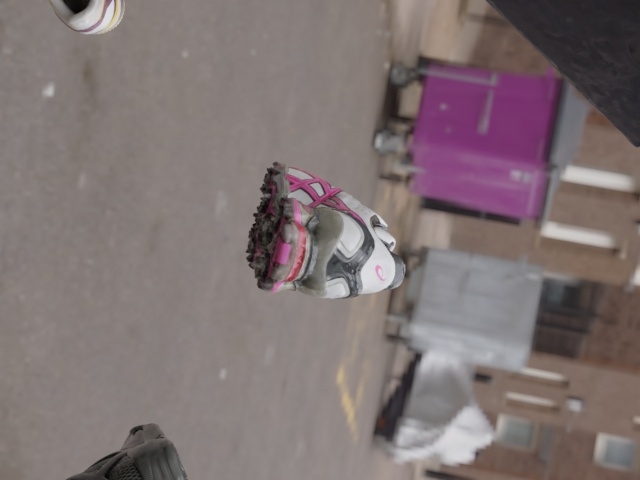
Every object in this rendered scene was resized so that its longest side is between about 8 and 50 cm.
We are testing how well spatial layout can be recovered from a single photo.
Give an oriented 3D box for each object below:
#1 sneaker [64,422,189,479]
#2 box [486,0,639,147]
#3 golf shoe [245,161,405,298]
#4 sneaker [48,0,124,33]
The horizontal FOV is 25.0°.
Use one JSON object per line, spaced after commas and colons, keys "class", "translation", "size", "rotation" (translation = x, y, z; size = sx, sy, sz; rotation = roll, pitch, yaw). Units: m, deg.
{"class": "sneaker", "translation": [-0.156, 0.193, 1.031], "size": [0.227, 0.130, 0.087], "rotation": [153, -85, -81]}
{"class": "box", "translation": [0.270, -0.280, 1.132], "size": [0.182, 0.294, 0.296], "rotation": [-9, -134, 58]}
{"class": "golf shoe", "translation": [0.000, 0.000, 0.896], "size": [0.186, 0.086, 0.067], "rotation": [-116, -140, -73]}
{"class": "sneaker", "translation": [-0.229, -0.270, 1.259], "size": [0.185, 0.069, 0.084], "rotation": [64, 10, -1]}
